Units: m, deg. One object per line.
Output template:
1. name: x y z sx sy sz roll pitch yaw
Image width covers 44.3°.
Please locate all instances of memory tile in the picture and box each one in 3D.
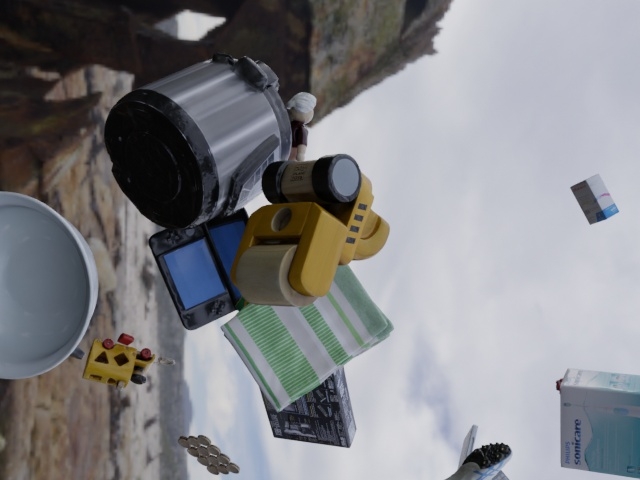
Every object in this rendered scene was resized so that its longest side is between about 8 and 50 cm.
1. memory tile: -0.272 0.524 1.920 0.113 0.148 0.012 -19 -150 40

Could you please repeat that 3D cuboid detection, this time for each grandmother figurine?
1. grandmother figurine: -0.087 -0.292 2.447 0.208 0.104 0.342 26 -75 49

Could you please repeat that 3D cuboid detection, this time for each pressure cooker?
1. pressure cooker: -0.279 -0.266 1.987 0.369 0.420 0.376 3 -62 38

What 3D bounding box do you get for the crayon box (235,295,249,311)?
1. crayon box: -0.074 0.076 1.933 0.081 0.165 0.278 44 -63 15

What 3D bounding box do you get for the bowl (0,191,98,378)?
1. bowl: -0.483 0.066 1.291 0.134 0.297 0.298 -26 119 -78

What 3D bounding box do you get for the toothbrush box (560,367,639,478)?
1. toothbrush box: 0.728 0.439 1.872 0.126 0.295 0.216 -28 115 -63

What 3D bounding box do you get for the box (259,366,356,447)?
1. box: -0.041 0.447 2.225 0.076 0.242 0.307 -62 148 -49

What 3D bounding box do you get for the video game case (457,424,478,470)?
1. video game case: 0.405 0.603 2.190 0.157 0.019 0.143 91 16 -60

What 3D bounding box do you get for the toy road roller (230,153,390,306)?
1. toy road roller: 0.000 0.000 1.538 0.202 0.240 0.330 -1 -119 46

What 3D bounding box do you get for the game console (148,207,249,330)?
1. game console: -0.291 0.078 2.140 0.173 0.250 0.293 2 -65 68

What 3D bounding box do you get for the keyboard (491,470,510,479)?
1. keyboard: 0.423 0.741 2.164 0.072 0.256 0.014 49 -3 33

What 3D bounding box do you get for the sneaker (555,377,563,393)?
1. sneaker: 0.717 0.422 2.252 0.067 0.118 0.042 -31 -141 22

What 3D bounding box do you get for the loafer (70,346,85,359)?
1. loafer: -0.777 0.323 2.305 0.062 0.170 0.061 -37 -144 55

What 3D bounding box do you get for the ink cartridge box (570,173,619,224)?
1. ink cartridge box: 0.756 -0.114 2.171 0.122 0.052 0.088 62 -15 2

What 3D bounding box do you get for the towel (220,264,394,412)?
1. towel: -0.030 0.197 1.772 0.248 0.324 0.038 54 -9 9

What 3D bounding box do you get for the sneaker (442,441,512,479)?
1. sneaker: 0.377 0.581 1.919 0.237 0.086 0.085 -42 -161 11

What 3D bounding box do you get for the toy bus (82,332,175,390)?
1. toy bus: -0.512 0.331 2.030 0.191 0.202 0.104 55 32 -47
